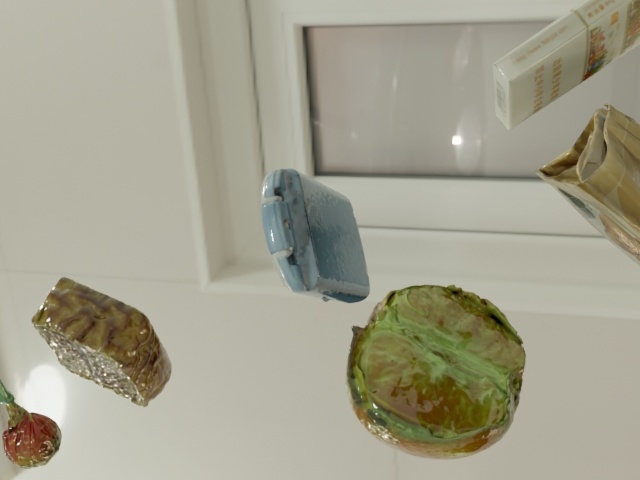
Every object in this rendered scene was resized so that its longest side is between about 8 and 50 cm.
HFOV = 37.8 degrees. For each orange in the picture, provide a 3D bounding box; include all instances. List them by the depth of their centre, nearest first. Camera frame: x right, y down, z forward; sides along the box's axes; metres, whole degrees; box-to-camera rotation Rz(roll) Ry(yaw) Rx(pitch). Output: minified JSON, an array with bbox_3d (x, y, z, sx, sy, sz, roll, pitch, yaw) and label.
[{"bbox_3d":[0.176,0.214,1.441,0.334,0.263,0.196,-58,-24,-62],"label":"orange"}]

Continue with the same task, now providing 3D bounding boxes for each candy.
[{"bbox_3d":[-0.318,0.158,0.950,0.060,0.060,0.201,-68,-28,-47],"label":"candy"}]

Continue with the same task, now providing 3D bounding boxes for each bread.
[{"bbox_3d":[-0.317,0.154,1.392,0.222,0.181,0.096,84,-150,-60],"label":"bread"}]

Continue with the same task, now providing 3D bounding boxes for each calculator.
[{"bbox_3d":[0.000,0.000,0.923,0.210,0.039,0.121,18,-121,-68],"label":"calculator"}]

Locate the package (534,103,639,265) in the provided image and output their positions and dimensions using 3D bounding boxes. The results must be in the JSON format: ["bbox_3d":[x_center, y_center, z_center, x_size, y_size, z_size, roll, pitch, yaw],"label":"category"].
[{"bbox_3d":[0.481,-0.047,1.284,0.165,0.311,0.221,-51,8,3],"label":"package"}]

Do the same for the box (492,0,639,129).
[{"bbox_3d":[0.259,-0.193,0.868,0.032,0.220,0.122,57,-179,20],"label":"box"}]
